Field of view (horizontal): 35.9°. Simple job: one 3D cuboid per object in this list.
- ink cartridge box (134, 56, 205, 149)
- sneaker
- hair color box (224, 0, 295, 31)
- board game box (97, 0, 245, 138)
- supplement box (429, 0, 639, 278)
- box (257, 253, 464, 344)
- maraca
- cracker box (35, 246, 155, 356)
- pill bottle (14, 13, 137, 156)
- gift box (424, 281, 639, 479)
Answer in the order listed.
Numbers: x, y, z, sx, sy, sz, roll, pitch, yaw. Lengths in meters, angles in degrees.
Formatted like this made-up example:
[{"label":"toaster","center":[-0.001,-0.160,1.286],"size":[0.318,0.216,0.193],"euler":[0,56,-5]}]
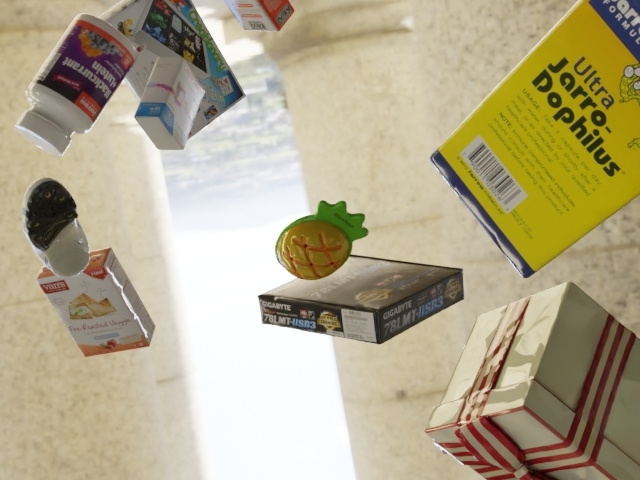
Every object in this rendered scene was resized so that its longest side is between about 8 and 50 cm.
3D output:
[{"label":"ink cartridge box","center":[-0.239,-0.219,1.575],"size":[0.052,0.122,0.088],"euler":[2,150,22]},{"label":"sneaker","center":[-0.396,-0.026,1.445],"size":[0.085,0.086,0.237],"euler":[-32,158,-18]},{"label":"hair color box","center":[-0.101,-0.337,1.277],"size":[0.072,0.141,0.043],"euler":[14,-119,43]},{"label":"board game box","center":[-0.298,-0.355,1.964],"size":[0.193,0.305,0.053],"euler":[-38,-142,-11]},{"label":"supplement box","center":[0.323,-0.145,1.107],"size":[0.194,0.195,0.356],"euler":[-31,170,-37]},{"label":"box","center":[0.082,0.108,1.932],"size":[0.293,0.073,0.295],"euler":[8,-160,40]},{"label":"maraca","center":[0.000,0.000,1.704],"size":[0.127,0.099,0.185],"euler":[31,125,-23]},{"label":"cracker box","center":[-0.461,0.131,2.043],"size":[0.155,0.232,0.067],"euler":[-11,-144,15]},{"label":"pill bottle","center":[-0.361,-0.224,1.443],"size":[0.108,0.193,0.108],"euler":[28,167,7]},{"label":"gift box","center":[0.324,0.257,1.446],"size":[0.276,0.255,0.258],"euler":[-40,-163,55]}]
